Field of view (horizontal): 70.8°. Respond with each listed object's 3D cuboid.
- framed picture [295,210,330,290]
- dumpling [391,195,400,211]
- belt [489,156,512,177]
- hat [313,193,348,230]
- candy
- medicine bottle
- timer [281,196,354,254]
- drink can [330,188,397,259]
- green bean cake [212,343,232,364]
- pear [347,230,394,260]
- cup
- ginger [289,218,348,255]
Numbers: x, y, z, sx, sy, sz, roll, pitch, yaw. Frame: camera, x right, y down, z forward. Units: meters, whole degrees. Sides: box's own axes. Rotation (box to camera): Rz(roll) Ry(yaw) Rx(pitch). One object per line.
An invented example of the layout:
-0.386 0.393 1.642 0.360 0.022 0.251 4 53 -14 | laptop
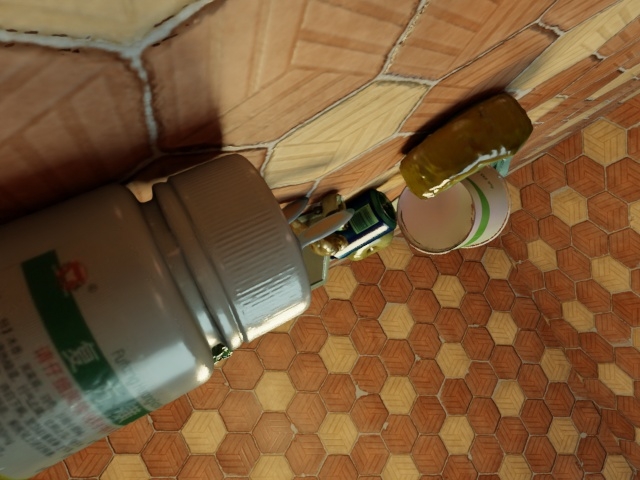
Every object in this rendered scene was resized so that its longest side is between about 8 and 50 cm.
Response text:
-0.085 0.054 1.005 0.293 0.018 0.231 -22 131 -38 | framed picture
0.319 -0.118 1.482 0.172 0.142 0.247 21 150 -32 | dumpling
0.622 -0.288 1.578 0.065 0.100 0.179 -26 158 -3 | belt
0.023 -0.056 0.929 0.059 0.076 0.077 -9 173 18 | hat
0.278 -0.174 0.873 0.260 0.118 0.260 -29 175 -3 | candy
-0.195 0.062 0.415 0.340 0.208 0.208 -25 172 -16 | medicine bottle
-0.080 -0.009 0.711 0.255 0.175 0.175 -54 -179 -18 | timer
0.084 -0.036 1.128 0.205 0.118 0.118 -30 173 27 | drink can
-0.303 0.200 1.012 0.193 0.208 0.107 -25 170 -36 | green bean cake
0.122 -0.026 1.268 0.167 0.136 0.167 -25 170 -5 | pear
0.330 -0.083 1.138 0.253 0.253 0.274 -32 173 31 | cup
0.000 0.000 0.922 0.052 0.193 0.176 -62 -151 9 | ginger
